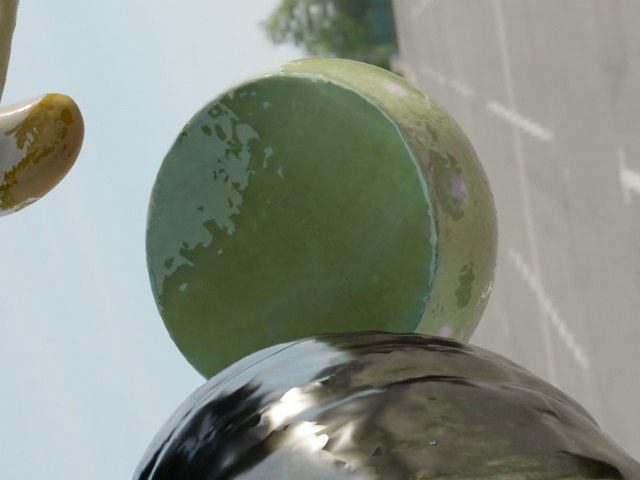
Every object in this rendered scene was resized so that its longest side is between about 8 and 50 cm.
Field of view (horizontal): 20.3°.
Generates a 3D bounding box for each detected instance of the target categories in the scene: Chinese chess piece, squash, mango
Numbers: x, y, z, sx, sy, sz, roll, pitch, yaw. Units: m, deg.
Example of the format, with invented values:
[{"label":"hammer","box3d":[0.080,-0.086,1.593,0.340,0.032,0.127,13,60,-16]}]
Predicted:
[{"label":"Chinese chess piece","box3d":[0.000,0.000,0.703,0.058,0.144,0.144,-3,-97,-61]},{"label":"squash","box3d":[0.026,0.110,0.429,0.193,0.156,0.193,-19,-90,-85]},{"label":"mango","box3d":[-0.215,-0.061,1.237,0.080,0.114,0.060,58,180,26]}]

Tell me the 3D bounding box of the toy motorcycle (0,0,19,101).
[{"label":"toy motorcycle","box3d":[-0.192,0.010,0.558,0.237,0.168,0.410,-130,55,-76]}]
